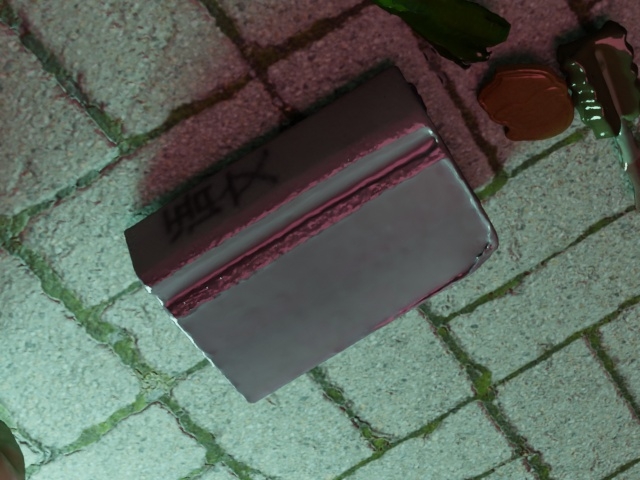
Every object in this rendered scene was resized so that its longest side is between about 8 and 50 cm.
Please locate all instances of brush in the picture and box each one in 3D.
[{"bbox_3d":[0.353,-0.131,1.760,0.084,0.071,0.301,-30,134,0],"label":"brush"}]

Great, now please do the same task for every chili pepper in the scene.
[{"bbox_3d":[0.057,-0.276,1.518,0.085,0.076,0.359,-25,140,36],"label":"chili pepper"}]

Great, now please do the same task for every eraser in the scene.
[{"bbox_3d":[0.000,0.000,1.695,0.359,0.122,0.272,-30,133,6],"label":"eraser"}]

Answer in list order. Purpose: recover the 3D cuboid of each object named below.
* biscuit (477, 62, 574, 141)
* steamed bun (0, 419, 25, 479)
[{"bbox_3d":[0.235,-0.156,1.699,0.102,0.019,0.130,-15,141,23],"label":"biscuit"},{"bbox_3d":[-0.492,0.215,1.636,0.268,0.207,0.280,-18,170,37],"label":"steamed bun"}]
